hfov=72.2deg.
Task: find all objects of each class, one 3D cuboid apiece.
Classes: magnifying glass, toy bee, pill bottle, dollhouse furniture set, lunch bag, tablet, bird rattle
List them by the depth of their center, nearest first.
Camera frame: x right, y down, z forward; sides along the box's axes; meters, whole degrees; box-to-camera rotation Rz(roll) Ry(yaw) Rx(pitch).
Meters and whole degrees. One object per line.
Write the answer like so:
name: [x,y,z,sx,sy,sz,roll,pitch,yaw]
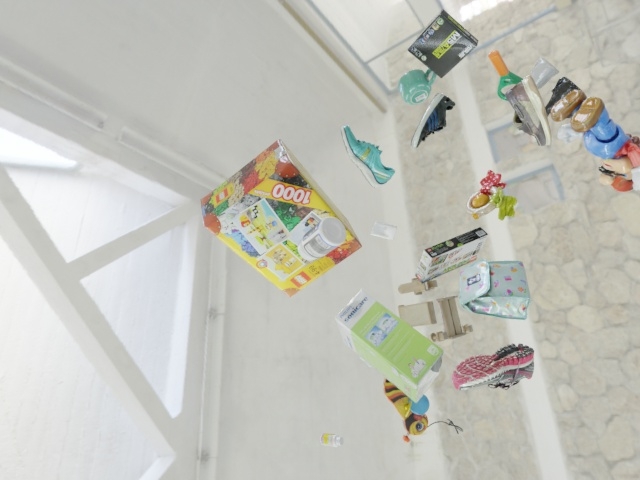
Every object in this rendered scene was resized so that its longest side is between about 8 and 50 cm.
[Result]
pill bottle: [0.000,0.000,1.132,0.078,0.137,0.078,13,-118,-27]
magnifying glass: [0.549,-0.480,1.292,0.231,0.092,0.026,24,-109,-46]
toy bee: [0.309,0.591,1.490,0.162,0.298,0.195,-46,-34,-11]
tablet: [0.224,-0.034,1.541,0.083,0.054,0.006,13,-158,-8]
pill bottle: [0.044,0.742,1.631,0.043,0.083,0.043,20,-115,-52]
lunch bag: [0.709,0.197,1.814,0.223,0.262,0.160,-71,-22,-48]
bird rattle: [0.722,-0.191,1.906,0.143,0.207,0.254,44,-157,-33]
dollhouse furniture set: [0.553,0.331,2.139,0.355,0.173,0.303,1,-104,-44]

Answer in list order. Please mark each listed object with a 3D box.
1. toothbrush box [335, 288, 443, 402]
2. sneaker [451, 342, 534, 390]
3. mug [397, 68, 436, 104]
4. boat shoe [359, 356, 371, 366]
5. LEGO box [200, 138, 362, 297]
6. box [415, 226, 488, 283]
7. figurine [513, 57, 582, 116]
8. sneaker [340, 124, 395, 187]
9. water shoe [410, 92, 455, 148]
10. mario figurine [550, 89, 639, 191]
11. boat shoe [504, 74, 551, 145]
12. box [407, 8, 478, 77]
toothbrush box: [0.193,0.299,1.241,0.122,0.283,0.206,-46,-31,-18]
sneaker: [0.572,0.435,1.426,0.121,0.299,0.112,-147,46,-73]
mug: [0.405,-0.645,1.840,0.129,0.158,0.097,-3,-120,-20]
boat shoe: [0.192,0.483,1.852,0.040,0.049,0.142,-103,-13,-50]
LEGO box: [-0.137,-0.065,1.656,0.500,0.372,0.193,46,-167,-39]
box: [0.371,0.042,1.242,0.206,0.114,0.036,-19,-128,-22]
figurine: [0.866,-0.572,1.731,0.092,0.209,0.215,7,-135,-41]
sneaker: [0.174,-0.327,1.644,0.275,0.110,0.107,48,-158,-20]
water shoe: [0.362,-0.374,1.403,0.080,0.203,0.073,29,179,5]
mario figurine: [0.689,-0.210,1.068,0.320,0.170,0.198,30,-121,-21]
boat shoe: [0.626,-0.375,1.319,0.285,0.092,0.103,33,-133,-48]
box: [0.458,-0.735,1.654,0.184,0.190,0.045,35,-124,-15]
